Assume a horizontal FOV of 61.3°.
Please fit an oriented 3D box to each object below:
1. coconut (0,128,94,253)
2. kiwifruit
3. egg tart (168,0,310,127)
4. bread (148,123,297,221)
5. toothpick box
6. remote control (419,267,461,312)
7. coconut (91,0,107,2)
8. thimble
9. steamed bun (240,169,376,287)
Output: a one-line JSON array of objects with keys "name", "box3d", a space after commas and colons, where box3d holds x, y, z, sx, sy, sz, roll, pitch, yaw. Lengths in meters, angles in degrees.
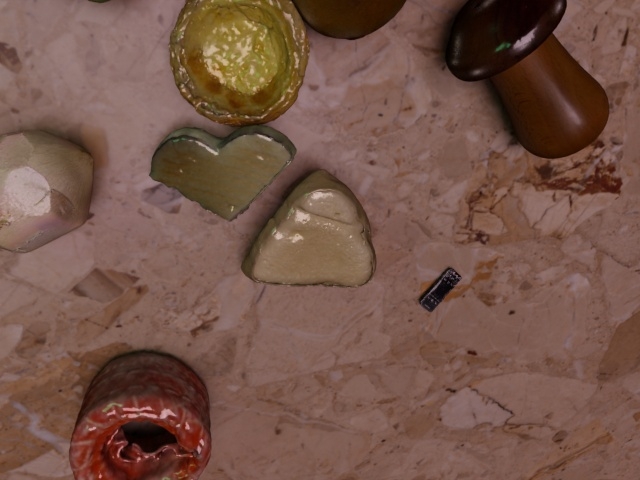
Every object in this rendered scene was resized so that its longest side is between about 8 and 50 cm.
[{"name": "coconut", "box3d": [-0.405, -0.073, 0.763, 0.183, 0.171, 0.171, -28, 114, 6]}, {"name": "kiwifruit", "box3d": [0.034, -0.398, 0.746, 0.196, 0.196, 0.234, -13, 118, -9]}, {"name": "egg tart", "box3d": [-0.117, -0.271, 0.794, 0.212, 0.090, 0.213, 0, 116, -1]}, {"name": "bread", "box3d": [-0.143, -0.107, 0.852, 0.232, 0.064, 0.172, -4, 130, 9]}, {"name": "toothpick box", "box3d": [0.336, -0.276, 0.870, 0.192, 0.192, 0.294, -47, 119, 5]}, {"name": "remote control", "box3d": [0.236, 0.097, 1.065, 0.039, 0.014, 0.096, 40, 95, -23]}, {"name": "coconut", "box3d": [-0.288, -0.421, 0.652, 0.204, 0.236, 0.236, 2, 113, -51]}, {"name": "thimble", "box3d": [-0.305, 0.332, 0.935, 0.239, 0.162, 0.239, -4, 109, -12]}, {"name": "steamed bun", "box3d": [-0.004, -0.023, 0.912, 0.231, 0.110, 0.212, 6, 125, -19]}]
